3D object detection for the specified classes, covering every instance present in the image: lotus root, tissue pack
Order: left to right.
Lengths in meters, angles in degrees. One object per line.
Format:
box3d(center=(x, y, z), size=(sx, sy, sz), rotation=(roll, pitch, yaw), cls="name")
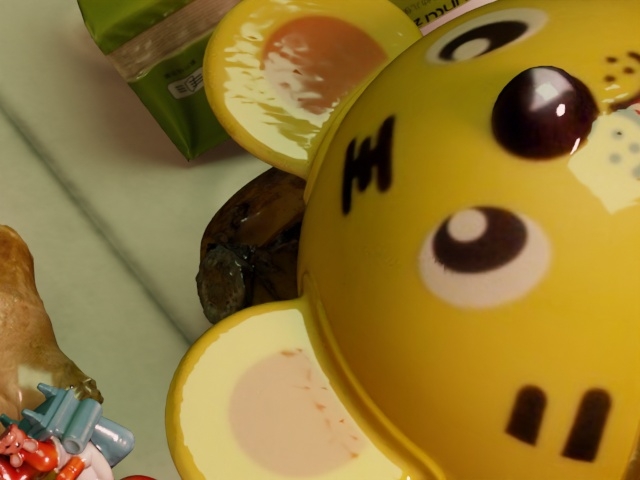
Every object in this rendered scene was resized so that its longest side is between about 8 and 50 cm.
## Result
box3d(center=(-0.037, -0.224, 1.415), size=(0.275, 0.167, 0.200), rotation=(-30, 44, 8), cls="tissue pack")
box3d(center=(0.000, 0.000, 1.286), size=(0.120, 0.120, 0.209), rotation=(36, 48, 29), cls="lotus root")

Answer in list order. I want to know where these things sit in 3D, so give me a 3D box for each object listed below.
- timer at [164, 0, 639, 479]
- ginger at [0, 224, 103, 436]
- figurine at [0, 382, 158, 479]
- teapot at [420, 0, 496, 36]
box3d(center=(0.112, 0.014, 1.101), size=(0.387, 0.376, 0.376), rotation=(10, 41, -7), cls="timer")
box3d(center=(-0.224, 0.113, 1.080), size=(0.236, 0.166, 0.375), rotation=(4, 43, 34), cls="ginger")
box3d(center=(-0.115, 0.140, 1.009), size=(0.140, 0.068, 0.075), rotation=(41, 34, -8), cls="figurine")
box3d(center=(0.135, -0.202, 1.520), size=(0.204, 0.139, 0.298), rotation=(-36, 56, -6), cls="teapot")
